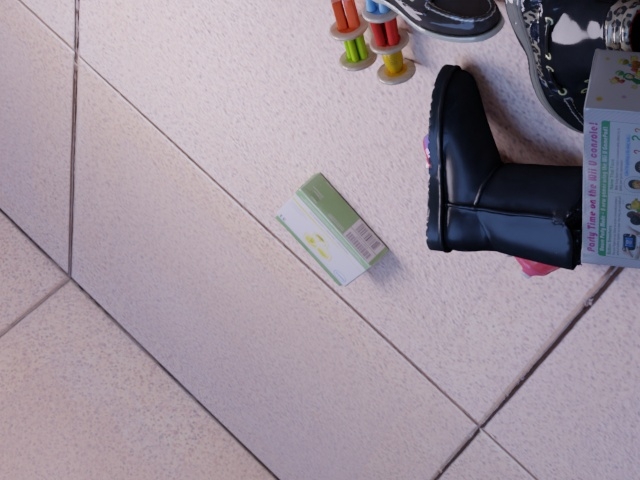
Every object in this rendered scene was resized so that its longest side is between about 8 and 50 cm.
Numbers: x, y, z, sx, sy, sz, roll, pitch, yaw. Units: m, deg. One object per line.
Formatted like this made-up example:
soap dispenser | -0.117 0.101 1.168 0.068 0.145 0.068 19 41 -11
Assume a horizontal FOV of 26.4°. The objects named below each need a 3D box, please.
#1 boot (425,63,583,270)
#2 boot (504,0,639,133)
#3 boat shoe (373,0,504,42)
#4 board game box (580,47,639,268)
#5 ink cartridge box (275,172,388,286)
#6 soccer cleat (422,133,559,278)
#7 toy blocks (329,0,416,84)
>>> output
boot | 0.241 -0.092 1.696 0.207 0.094 0.246 5 98 22
boot | 0.302 -0.180 1.435 0.178 0.085 0.236 30 161 49
boat shoe | 0.118 -0.302 1.605 0.227 0.081 0.069 32 154 35
board game box | 0.411 -0.064 1.331 0.303 0.097 0.224 6 139 15
ink cartridge box | 0.000 0.000 2.250 0.171 0.056 0.235 47 152 -1
soccer cleat | 0.237 -0.062 1.787 0.248 0.083 0.095 50 124 9
toy blocks | 0.058 -0.282 1.758 0.123 0.054 0.148 25 147 38
